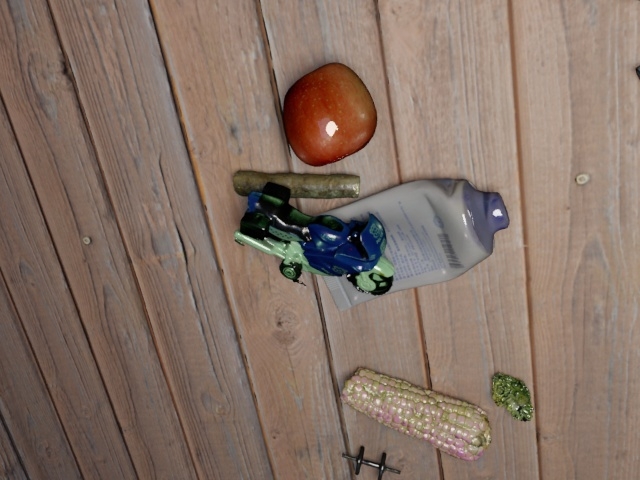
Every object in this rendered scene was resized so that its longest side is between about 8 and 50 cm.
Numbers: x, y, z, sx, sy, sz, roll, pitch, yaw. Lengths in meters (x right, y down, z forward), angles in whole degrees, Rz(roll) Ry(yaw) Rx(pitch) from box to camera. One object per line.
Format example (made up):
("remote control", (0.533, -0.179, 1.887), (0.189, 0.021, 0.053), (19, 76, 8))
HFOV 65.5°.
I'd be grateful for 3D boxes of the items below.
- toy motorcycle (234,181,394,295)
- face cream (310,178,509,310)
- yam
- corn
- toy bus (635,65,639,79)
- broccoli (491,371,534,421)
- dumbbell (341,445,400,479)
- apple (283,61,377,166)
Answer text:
("toy motorcycle", (0.000, 0.000, 0.977), (0.332, 0.125, 0.196), (24, 140, 5))
("face cream", (0.164, 0.002, 1.004), (0.421, 0.137, 0.234), (-19, 106, 29))
("yam", (-0.051, -0.116, 1.044), (0.274, 0.061, 0.061), (3, 110, 14))
("corn", (0.211, 0.388, 1.119), (0.336, 0.126, 0.126), (16, 113, 12))
("toy bus", (0.567, -0.241, 0.761), (0.087, 0.178, 0.098), (-37, 108, 24))
("broccoli", (0.410, 0.335, 1.059), (0.095, 0.092, 0.096), (8, 93, -1))
("dumbbell", (0.124, 0.551, 1.227), (0.147, 0.069, 0.069), (12, 112, 12))
("apple", (0.014, -0.227, 0.916), (0.181, 0.181, 0.168), (-22, 104, 22))
